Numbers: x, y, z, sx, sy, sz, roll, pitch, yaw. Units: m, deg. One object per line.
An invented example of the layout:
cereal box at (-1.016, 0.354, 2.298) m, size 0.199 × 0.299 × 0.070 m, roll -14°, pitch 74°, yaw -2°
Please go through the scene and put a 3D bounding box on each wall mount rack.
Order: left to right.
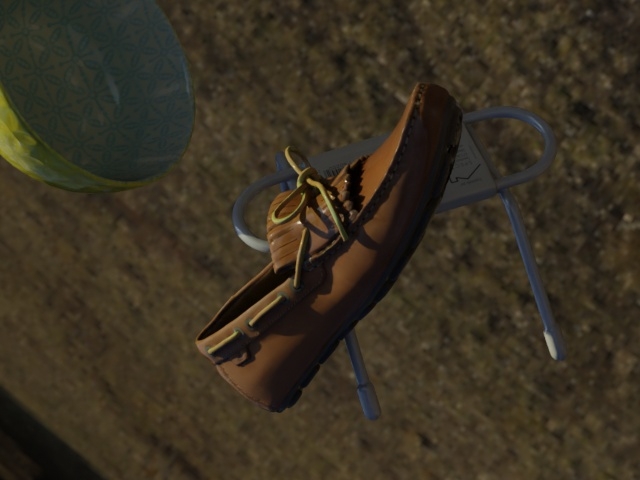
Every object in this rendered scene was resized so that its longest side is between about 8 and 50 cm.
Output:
wall mount rack at (0.098, 0.004, 1.405) m, size 0.130 × 0.350 × 0.304 m, roll 81°, pitch 169°, yaw -50°

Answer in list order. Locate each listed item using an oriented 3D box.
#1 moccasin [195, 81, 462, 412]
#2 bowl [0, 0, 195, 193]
moccasin at (0.001, -0.002, 1.257) m, size 0.147 × 0.139 × 0.380 m, roll 34°, pitch 130°, yaw -4°
bowl at (-0.295, -0.169, 1.498) m, size 0.156 × 0.289 × 0.289 m, roll -24°, pitch 119°, yaw 37°
